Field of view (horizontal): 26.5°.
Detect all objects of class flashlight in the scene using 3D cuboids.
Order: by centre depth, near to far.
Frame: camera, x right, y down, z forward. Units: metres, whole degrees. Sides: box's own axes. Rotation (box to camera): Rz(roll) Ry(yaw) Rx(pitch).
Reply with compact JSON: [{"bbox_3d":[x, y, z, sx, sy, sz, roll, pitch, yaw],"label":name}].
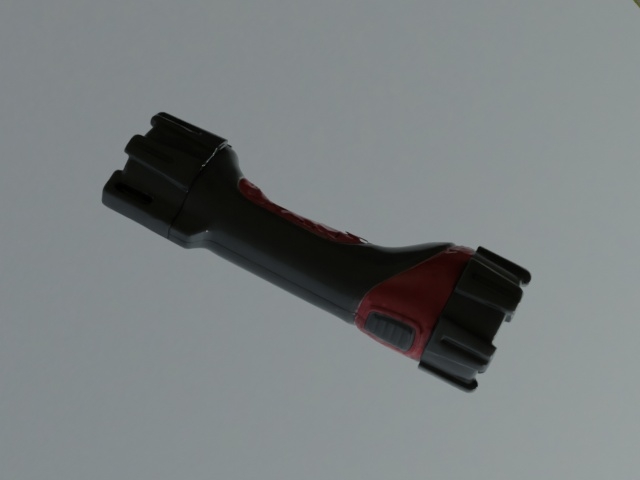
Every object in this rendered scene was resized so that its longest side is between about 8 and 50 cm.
[{"bbox_3d":[0.000,0.000,1.000,0.304,0.103,0.103,28,-89,9],"label":"flashlight"}]

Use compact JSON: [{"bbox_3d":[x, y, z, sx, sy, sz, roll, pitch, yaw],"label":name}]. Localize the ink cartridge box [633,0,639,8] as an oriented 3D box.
[{"bbox_3d":[0.292,-0.194,0.908,0.307,0.072,0.303,51,-142,-2],"label":"ink cartridge box"}]
